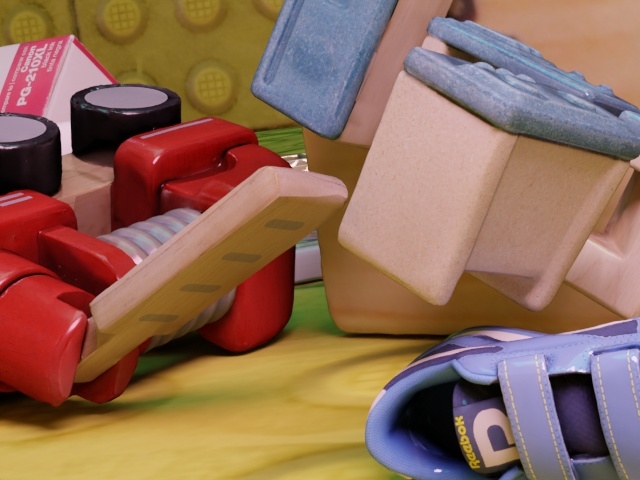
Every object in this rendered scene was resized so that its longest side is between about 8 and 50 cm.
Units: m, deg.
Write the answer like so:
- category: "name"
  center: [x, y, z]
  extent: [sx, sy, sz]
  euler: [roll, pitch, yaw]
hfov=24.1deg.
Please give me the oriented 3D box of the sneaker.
- category: "sneaker"
  center: [0.074, 0.049, 0.423]
  extent: [0.144, 0.053, 0.059]
  euler: [-13, 1, 44]

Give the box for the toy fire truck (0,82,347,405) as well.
- category: "toy fire truck"
  center: [-0.074, 0.004, 0.665]
  extent: [0.246, 0.159, 0.217]
  euler: [20, 27, 37]

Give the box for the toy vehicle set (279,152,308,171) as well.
- category: "toy vehicle set"
  center: [-0.027, -0.056, 1.424]
  extent: [0.166, 0.035, 0.267]
  euler: [-9, 7, -9]

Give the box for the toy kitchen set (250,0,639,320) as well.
- category: "toy kitchen set"
  center: [0.034, -0.074, 0.528]
  extent: [0.207, 0.122, 0.166]
  euler: [33, 16, 37]

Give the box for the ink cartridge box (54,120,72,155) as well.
- category: "ink cartridge box"
  center: [-0.207, 0.001, 0.845]
  extent: [0.158, 0.092, 0.218]
  euler: [-21, -5, 43]

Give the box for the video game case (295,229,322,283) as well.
- category: "video game case"
  center: [0.000, 0.000, 1.002]
  extent: [0.212, 0.023, 0.193]
  euler: [-11, 7, -18]

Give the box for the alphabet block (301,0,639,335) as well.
- category: "alphabet block"
  center: [0.123, -0.065, 0.707]
  extent: [0.197, 0.193, 0.192]
  euler: [-1, 8, 43]

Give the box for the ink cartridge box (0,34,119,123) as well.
- category: "ink cartridge box"
  center: [-0.269, -0.074, 1.278]
  extent: [0.237, 0.100, 0.172]
  euler: [-4, -32, 29]
